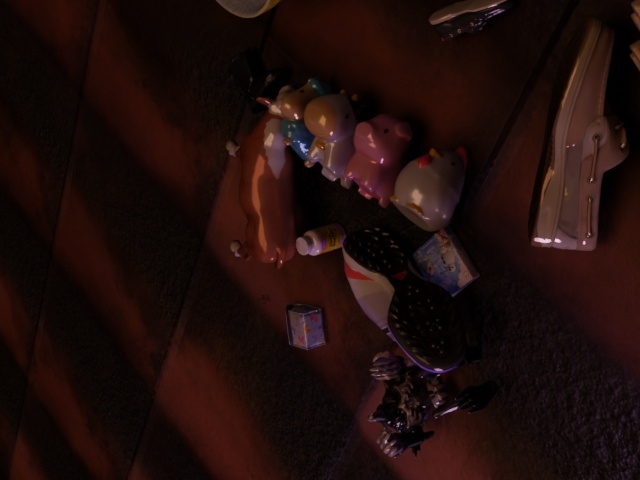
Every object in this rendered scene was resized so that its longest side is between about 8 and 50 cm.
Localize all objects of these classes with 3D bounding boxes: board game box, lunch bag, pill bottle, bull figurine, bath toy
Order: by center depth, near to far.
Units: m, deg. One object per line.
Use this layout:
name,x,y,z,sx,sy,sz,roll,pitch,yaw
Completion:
bath toy,0.083,-0.138,1.536,0.348,0.129,0.151,33,171,41
board game box,0.188,0.037,1.549,0.090,0.020,0.090,60,140,15
pill bottle,0.000,0.000,1.707,0.043,0.083,0.043,22,120,44
bull figurine,-0.093,-0.106,1.738,0.188,0.101,0.310,174,99,-68
lunch bag,-0.034,0.153,1.831,0.083,0.053,0.071,12,111,57

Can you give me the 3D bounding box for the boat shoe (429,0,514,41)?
boat shoe,0.209,-0.305,1.383,0.133,0.049,0.042,-12,122,44

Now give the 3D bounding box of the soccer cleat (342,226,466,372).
soccer cleat,0.126,0.106,1.552,0.318,0.109,0.116,-127,24,-47

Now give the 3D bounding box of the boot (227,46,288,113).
boot,-0.110,-0.288,1.766,0.121,0.045,0.099,-45,66,49

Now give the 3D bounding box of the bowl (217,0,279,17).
bowl,-0.091,-0.500,1.554,0.289,0.156,0.289,42,148,35

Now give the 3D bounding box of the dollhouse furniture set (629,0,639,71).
dollhouse furniture set,0.397,-0.255,1.064,0.161,0.212,0.242,-31,77,12

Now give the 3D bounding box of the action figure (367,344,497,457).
action figure,0.139,0.245,1.588,0.276,0.141,0.164,-39,58,49

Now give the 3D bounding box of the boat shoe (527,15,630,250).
boat shoe,0.330,-0.126,1.270,0.098,0.109,0.302,9,116,6
